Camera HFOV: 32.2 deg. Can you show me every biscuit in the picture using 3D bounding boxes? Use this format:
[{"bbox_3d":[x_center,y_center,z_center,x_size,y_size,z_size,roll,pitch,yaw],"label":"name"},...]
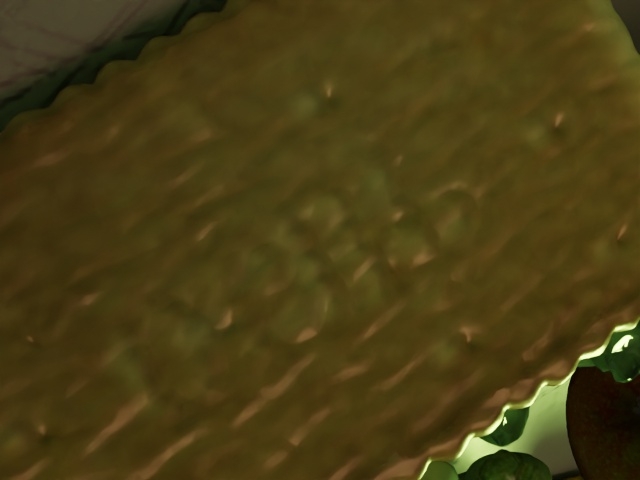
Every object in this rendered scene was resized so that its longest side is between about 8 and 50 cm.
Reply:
[{"bbox_3d":[0.000,0.000,0.343,0.249,0.160,0.030,-32,-174,-13],"label":"biscuit"}]

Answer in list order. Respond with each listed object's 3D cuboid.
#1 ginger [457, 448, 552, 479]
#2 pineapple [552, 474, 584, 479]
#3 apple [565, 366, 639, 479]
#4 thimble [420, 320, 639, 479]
[{"bbox_3d":[0.020,0.219,0.672,0.290,0.089,0.137,-30,165,-6],"label":"ginger"},{"bbox_3d":[0.297,0.289,0.956,0.334,0.158,0.161,3,129,-47],"label":"pineapple"},{"bbox_3d":[0.247,0.099,0.663,0.168,0.181,0.181,4,128,-46],"label":"apple"},{"bbox_3d":[0.128,0.080,0.434,0.288,0.254,0.167,-14,145,-3],"label":"thimble"}]
